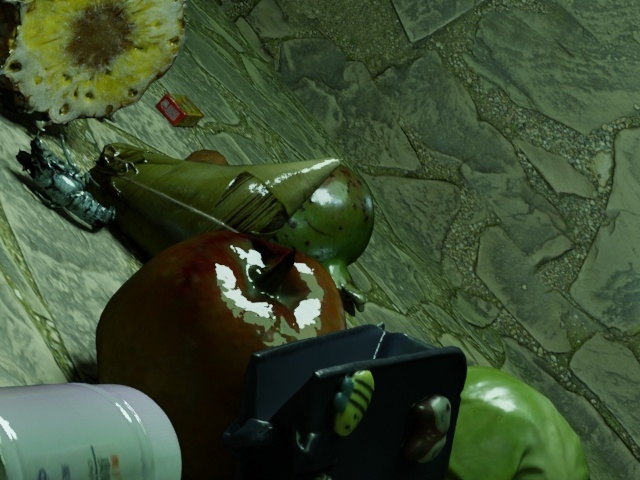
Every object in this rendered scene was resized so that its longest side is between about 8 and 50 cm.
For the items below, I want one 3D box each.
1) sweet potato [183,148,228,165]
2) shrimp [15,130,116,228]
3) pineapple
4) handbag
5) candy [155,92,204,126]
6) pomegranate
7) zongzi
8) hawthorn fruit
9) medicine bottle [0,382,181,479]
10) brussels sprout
[{"bbox_3d":[-0.213,-0.084,2.018,0.097,0.097,0.292,41,22,-16],"label":"sweet potato"},{"bbox_3d":[-0.341,-0.076,1.610,0.174,0.082,0.076,45,6,-33],"label":"shrimp"},{"bbox_3d":[-0.392,-0.370,1.766,0.300,0.352,0.352,51,14,29],"label":"pineapple"},{"bbox_3d":[0.018,0.249,1.159,0.121,0.304,0.329,13,7,29],"label":"handbag"},{"bbox_3d":[-0.291,-0.270,2.436,0.062,0.038,0.122,47,13,6],"label":"candy"},{"bbox_3d":[0.008,-0.005,2.198,0.306,0.242,0.242,65,12,-4],"label":"pomegranate"},{"bbox_3d":[-0.163,-0.098,1.728,0.274,0.300,0.145,44,-1,0],"label":"zongzi"},{"bbox_3d":[-0.095,0.115,1.290,0.267,0.301,0.268,30,34,-23],"label":"hawthorn fruit"},{"bbox_3d":[-0.235,0.192,0.949,0.152,0.152,0.254,50,14,19],"label":"medicine bottle"},{"bbox_3d":[0.199,0.329,1.596,0.328,0.328,0.247,49,38,17],"label":"brussels sprout"}]
